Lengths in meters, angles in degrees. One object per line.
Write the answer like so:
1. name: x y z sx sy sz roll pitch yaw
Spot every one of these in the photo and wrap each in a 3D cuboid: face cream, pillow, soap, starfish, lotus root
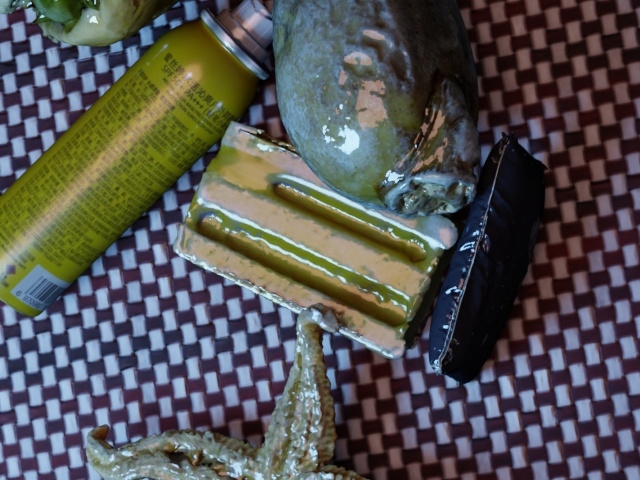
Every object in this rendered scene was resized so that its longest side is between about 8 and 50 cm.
1. face cream: -0.170 -0.085 1.667 0.348 0.105 0.105 -44 76 7
2. pillow: 0.141 0.020 1.562 0.055 0.141 0.208 18 87 17
3. soap: 0.000 0.000 1.631 0.233 0.076 0.135 25 91 14
4. starfish: -0.045 0.213 1.558 0.375 0.094 0.327 6 73 27
5. lotus root: 0.037 -0.170 1.579 0.175 0.175 0.349 -19 58 12

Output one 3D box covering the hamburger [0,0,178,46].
1. hamburger: -0.187 -0.268 1.570 0.162 0.209 0.330 30 132 0
